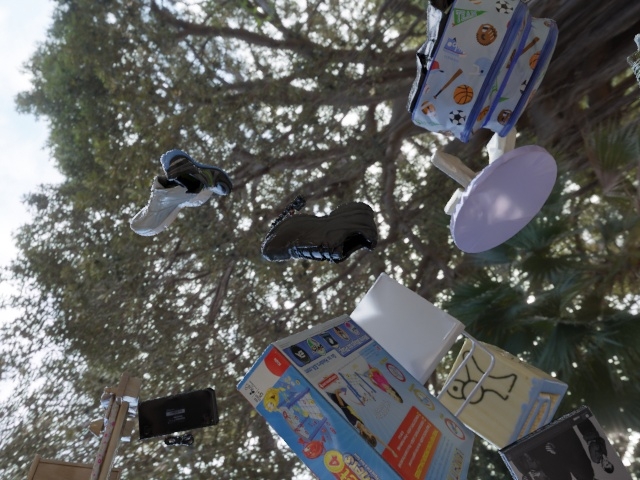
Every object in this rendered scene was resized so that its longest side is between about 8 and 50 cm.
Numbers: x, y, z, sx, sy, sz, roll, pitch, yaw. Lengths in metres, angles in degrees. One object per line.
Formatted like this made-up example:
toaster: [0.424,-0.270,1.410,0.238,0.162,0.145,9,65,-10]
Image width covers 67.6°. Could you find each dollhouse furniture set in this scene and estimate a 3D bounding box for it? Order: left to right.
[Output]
dollhouse furniture set: [-0.451,0.429,0.841,0.174,0.355,0.303,14,-131,-14]

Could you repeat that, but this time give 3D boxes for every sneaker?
sneaker: [-0.413,-0.114,1.248,0.121,0.262,0.099,41,-158,-49]
sneaker: [-0.259,-0.126,1.010,0.188,0.067,0.078,22,-128,-59]
sneaker: [0.000,0.000,1.128,0.109,0.287,0.130,68,-175,-48]
sneaker: [0.796,-0.428,1.179,0.086,0.064,0.192,20,-101,9]

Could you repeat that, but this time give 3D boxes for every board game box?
board game box: [0.073,0.260,0.717,0.302,0.086,0.308,43,-166,18]

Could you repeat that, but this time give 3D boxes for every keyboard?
keyboard: [-0.305,0.386,1.025,0.023,0.180,0.108,53,-155,-69]

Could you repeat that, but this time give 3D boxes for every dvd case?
dvd case: [0.451,0.439,0.828,0.238,0.179,0.029,63,176,13]

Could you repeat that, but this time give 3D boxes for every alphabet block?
alphabet block: [0.434,0.372,1.150,0.193,0.192,0.197,26,-178,-44]

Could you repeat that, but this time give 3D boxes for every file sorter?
file sorter: [0.202,0.231,1.034,0.173,0.192,0.278,36,179,-29]

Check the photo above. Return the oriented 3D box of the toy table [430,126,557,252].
toy table: [0.380,-0.121,1.072,0.252,0.274,0.160,25,-147,-26]

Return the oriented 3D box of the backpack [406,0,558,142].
backpack: [0.253,-0.281,0.786,0.213,0.276,0.263,23,-146,19]

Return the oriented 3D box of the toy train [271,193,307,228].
toy train: [-0.089,-0.073,1.340,0.036,0.158,0.027,47,-142,-2]
